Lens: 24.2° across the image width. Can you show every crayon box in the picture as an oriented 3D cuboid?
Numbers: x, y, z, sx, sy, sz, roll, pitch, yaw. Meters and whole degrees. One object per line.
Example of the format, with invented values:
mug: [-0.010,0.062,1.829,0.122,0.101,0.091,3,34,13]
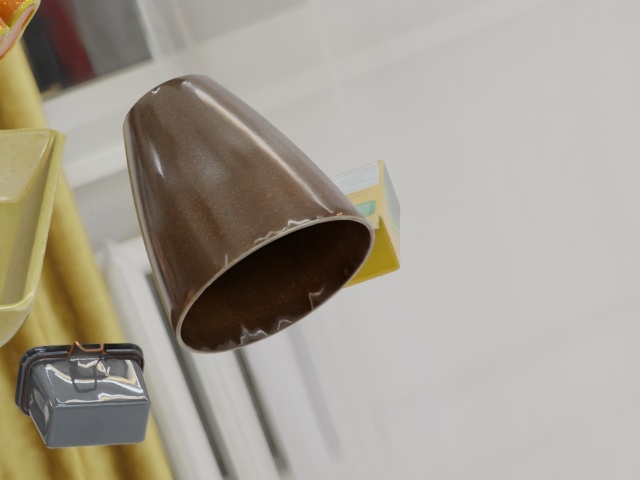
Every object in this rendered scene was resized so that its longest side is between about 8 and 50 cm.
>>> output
crayon box: [0.000,0.000,1.996,0.203,0.083,0.323,-18,16,9]

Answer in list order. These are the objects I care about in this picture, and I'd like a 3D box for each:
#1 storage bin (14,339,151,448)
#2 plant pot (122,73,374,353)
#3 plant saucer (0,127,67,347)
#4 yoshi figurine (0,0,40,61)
storage bin: [-0.239,0.162,1.554,0.135,0.098,0.091,0,29,-25]
plant pot: [-0.097,-0.043,1.470,0.215,0.230,0.215,-27,-24,-13]
plant saucer: [-0.394,0.014,1.293,0.333,0.081,0.333,-3,29,-3]
yoshi figurine: [-0.466,-0.271,1.415,0.203,0.362,0.203,-54,9,-22]
